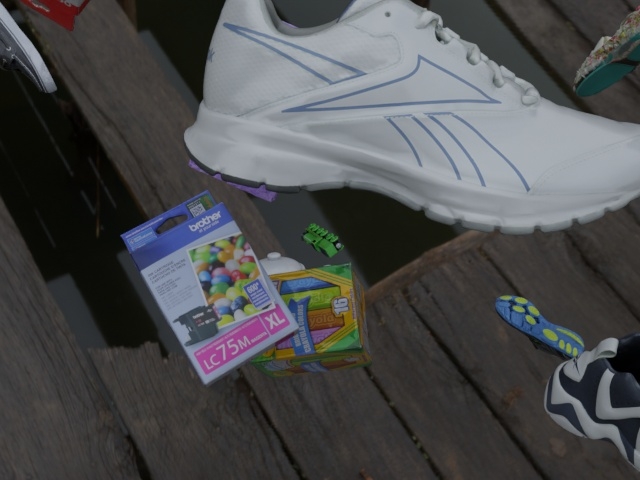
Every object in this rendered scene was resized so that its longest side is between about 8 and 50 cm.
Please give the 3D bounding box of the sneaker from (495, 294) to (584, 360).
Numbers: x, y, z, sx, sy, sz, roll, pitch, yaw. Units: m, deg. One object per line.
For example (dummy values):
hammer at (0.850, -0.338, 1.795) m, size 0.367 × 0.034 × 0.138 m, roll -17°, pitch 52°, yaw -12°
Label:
sneaker at (0.421, 0.178, 1.335) m, size 0.188 × 0.078 × 0.067 m, roll 33°, pitch 61°, yaw 8°

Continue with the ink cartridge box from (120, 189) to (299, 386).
ink cartridge box at (-0.194, 0.069, 1.166) m, size 0.185 × 0.065 × 0.311 m, roll -30°, pitch 76°, yaw -14°

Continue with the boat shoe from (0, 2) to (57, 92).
boat shoe at (-0.578, -0.355, 1.259) m, size 0.076 × 0.080 × 0.228 m, roll -35°, pitch 86°, yaw -16°

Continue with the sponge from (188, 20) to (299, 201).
sponge at (-0.075, -0.166, 0.841) m, size 0.117 × 0.031 × 0.210 m, roll 22°, pitch 102°, yaw 2°

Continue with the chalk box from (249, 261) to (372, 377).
chalk box at (-0.055, 0.173, 1.390) m, size 0.288 × 0.180 × 0.179 m, roll -10°, pitch 68°, yaw 9°

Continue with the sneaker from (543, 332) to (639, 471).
sneaker at (0.367, 0.169, 0.691) m, size 0.235 × 0.153 × 0.094 m, roll 30°, pitch 51°, yaw 12°

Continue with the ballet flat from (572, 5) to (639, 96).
ballet flat at (0.540, -0.346, 1.212) m, size 0.091 × 0.241 × 0.077 m, roll 5°, pitch 70°, yaw -19°

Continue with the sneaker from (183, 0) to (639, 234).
sneaker at (0.062, -0.083, 0.417) m, size 0.297 × 0.129 × 0.111 m, roll 9°, pitch 19°, yaw 2°

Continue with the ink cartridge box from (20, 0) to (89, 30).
ink cartridge box at (-0.374, -0.411, 0.946) m, size 0.134 × 0.231 × 0.078 m, roll 31°, pitch 63°, yaw -13°

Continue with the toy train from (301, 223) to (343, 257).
toy train at (0.000, 0.000, 0.733) m, size 0.023 × 0.083 × 0.017 m, roll -38°, pitch 113°, yaw -10°

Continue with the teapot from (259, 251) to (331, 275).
teapot at (-0.117, 0.121, 1.704) m, size 0.256 × 0.187 × 0.252 m, roll -10°, pitch 17°, yaw -19°
